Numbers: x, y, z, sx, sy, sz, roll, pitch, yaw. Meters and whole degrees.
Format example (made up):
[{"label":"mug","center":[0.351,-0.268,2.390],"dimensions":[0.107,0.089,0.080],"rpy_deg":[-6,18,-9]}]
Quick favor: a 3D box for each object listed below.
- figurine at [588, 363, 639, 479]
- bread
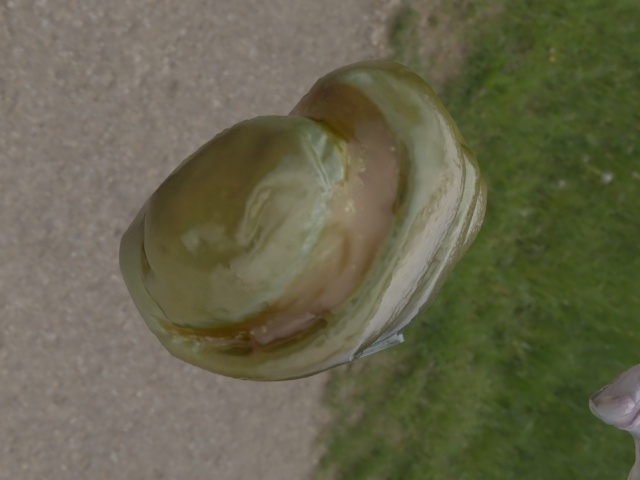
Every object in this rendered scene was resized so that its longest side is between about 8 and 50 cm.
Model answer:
[{"label":"figurine","center":[0.057,0.168,0.508],"dimensions":[0.315,0.206,0.284],"rpy_deg":[-8,158,-17]},{"label":"bread","center":[0.000,0.000,1.066],"dimensions":[0.300,0.210,0.341],"rpy_deg":[-33,174,3]}]
